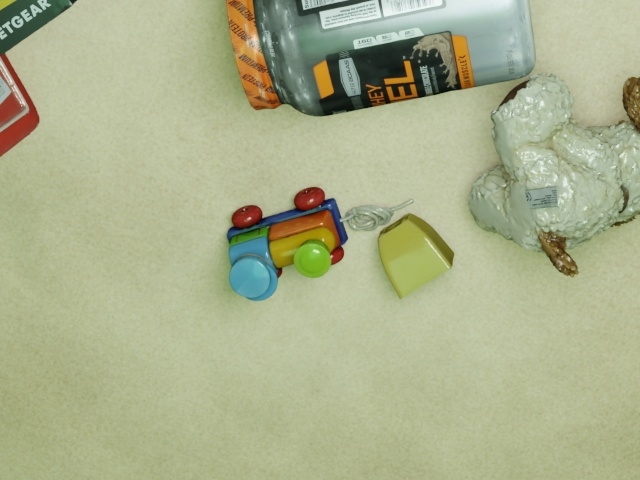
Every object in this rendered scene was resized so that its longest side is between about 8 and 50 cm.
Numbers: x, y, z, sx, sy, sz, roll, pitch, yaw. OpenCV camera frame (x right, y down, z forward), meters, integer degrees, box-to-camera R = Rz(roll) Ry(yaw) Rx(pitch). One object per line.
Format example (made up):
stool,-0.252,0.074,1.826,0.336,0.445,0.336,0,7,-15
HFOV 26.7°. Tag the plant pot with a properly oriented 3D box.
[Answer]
plant pot,0.118,0.013,1.764,0.081,0.081,0.083,-33,98,14

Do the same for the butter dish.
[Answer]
butter dish,-0.458,-0.173,1.694,0.118,0.160,0.160,-16,111,33

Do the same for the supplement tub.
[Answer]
supplement tub,0.071,-0.263,1.588,0.338,0.207,0.207,-10,111,7

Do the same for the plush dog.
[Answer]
plush dog,0.331,-0.075,1.645,0.225,0.210,0.262,-21,147,-19

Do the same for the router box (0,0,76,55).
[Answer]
router box,-0.456,-0.284,1.488,0.309,0.081,0.243,-32,107,14

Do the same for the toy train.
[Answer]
toy train,0.000,0.000,1.727,0.248,0.143,0.105,-16,110,9
